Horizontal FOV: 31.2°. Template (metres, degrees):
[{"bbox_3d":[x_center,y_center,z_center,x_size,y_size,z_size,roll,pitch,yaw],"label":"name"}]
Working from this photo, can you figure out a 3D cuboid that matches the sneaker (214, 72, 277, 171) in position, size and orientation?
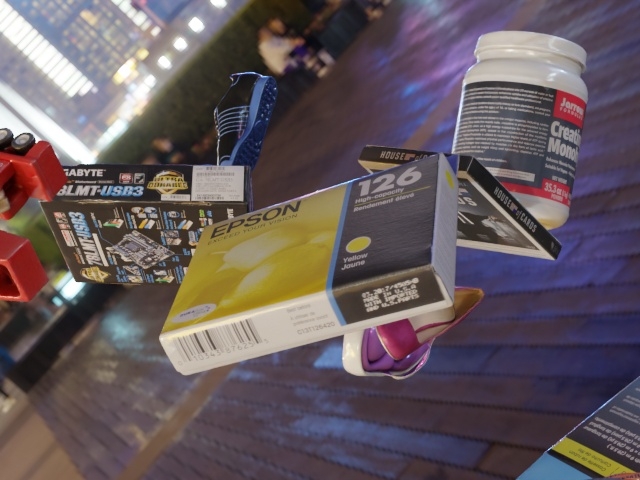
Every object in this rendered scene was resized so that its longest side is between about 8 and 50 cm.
[{"bbox_3d":[-0.156,-0.201,2.091,0.090,0.081,0.232,11,70,25],"label":"sneaker"}]

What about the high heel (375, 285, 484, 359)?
[{"bbox_3d":[0.158,0.108,1.630,0.117,0.082,0.244,-26,-10,20],"label":"high heel"}]

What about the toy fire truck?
[{"bbox_3d":[-0.275,-0.029,0.909,0.192,0.047,0.135,13,50,26],"label":"toy fire truck"}]

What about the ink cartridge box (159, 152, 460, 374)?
[{"bbox_3d":[0.000,0.000,1.263,0.303,0.072,0.307,-17,31,18],"label":"ink cartridge box"}]

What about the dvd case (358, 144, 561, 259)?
[{"bbox_3d":[0.183,-0.048,1.485,0.179,0.239,0.029,10,70,44],"label":"dvd case"}]

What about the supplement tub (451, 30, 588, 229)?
[{"bbox_3d":[0.300,-0.163,1.742,0.191,0.191,0.272,176,104,-74],"label":"supplement tub"}]

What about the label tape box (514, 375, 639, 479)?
[{"bbox_3d":[0.443,0.281,1.399,0.348,0.115,0.249,-35,26,-18],"label":"label tape box"}]

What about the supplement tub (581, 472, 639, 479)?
[{"bbox_3d":[0.211,0.320,0.911,0.207,0.207,0.338,-39,-10,33],"label":"supplement tub"}]

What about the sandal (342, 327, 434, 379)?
[{"bbox_3d":[0.161,0.183,2.114,0.416,0.102,0.169,-15,-68,-62],"label":"sandal"}]

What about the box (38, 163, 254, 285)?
[{"bbox_3d":[-0.246,-0.017,1.716,0.295,0.293,0.073,91,-178,-64],"label":"box"}]
